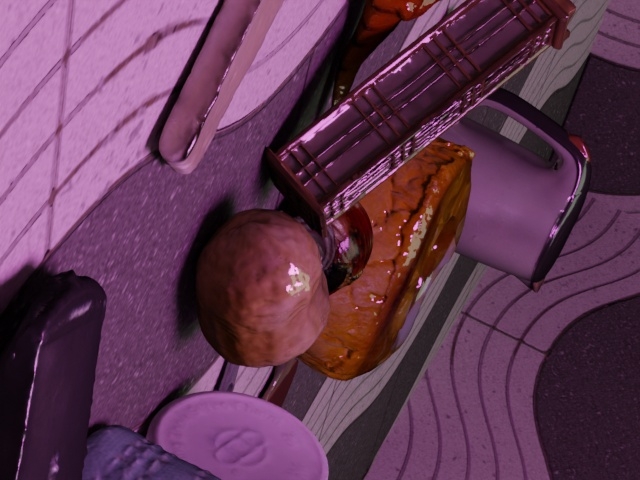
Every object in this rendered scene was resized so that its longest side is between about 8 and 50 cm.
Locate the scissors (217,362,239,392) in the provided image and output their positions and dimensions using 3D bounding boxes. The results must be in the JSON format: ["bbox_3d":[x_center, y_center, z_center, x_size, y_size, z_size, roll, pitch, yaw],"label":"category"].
[{"bbox_3d":[-0.109,0.189,2.137,0.191,0.029,0.360,-45,159,-58],"label":"scissors"}]

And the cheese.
[{"bbox_3d":[-0.027,-0.235,1.496,0.400,0.034,0.085,-63,174,-2],"label":"cheese"}]

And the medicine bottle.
[{"bbox_3d":[-0.119,0.323,1.958,0.190,0.190,0.332,-51,164,-52],"label":"medicine bottle"}]

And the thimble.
[{"bbox_3d":[-0.174,0.276,1.706,0.198,0.143,0.235,-61,168,-20],"label":"thimble"}]

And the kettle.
[{"bbox_3d":[0.204,-0.080,2.418,0.165,0.255,0.240,-46,159,-54],"label":"kettle"}]

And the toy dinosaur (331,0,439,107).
[{"bbox_3d":[0.091,-0.252,1.873,0.208,0.097,0.432,-44,159,-30],"label":"toy dinosaur"}]

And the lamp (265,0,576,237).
[{"bbox_3d":[0.097,-0.141,1.871,0.325,0.090,0.089,-38,166,-9],"label":"lamp"}]

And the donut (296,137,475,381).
[{"bbox_3d":[0.070,0.011,2.234,0.330,0.160,0.330,25,90,-88],"label":"donut"}]

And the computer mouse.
[{"bbox_3d":[-0.223,0.158,1.345,0.168,0.087,0.295,-30,132,-78],"label":"computer mouse"}]

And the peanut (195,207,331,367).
[{"bbox_3d":[-0.053,0.048,1.792,0.129,0.129,0.224,-61,167,-17],"label":"peanut"}]

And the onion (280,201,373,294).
[{"bbox_3d":[0.000,0.000,2.019,0.117,0.119,0.118,-32,-176,24],"label":"onion"}]

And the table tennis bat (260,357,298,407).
[{"bbox_3d":[-0.058,0.188,2.433,0.138,0.022,0.246,-52,167,-51],"label":"table tennis bat"}]
